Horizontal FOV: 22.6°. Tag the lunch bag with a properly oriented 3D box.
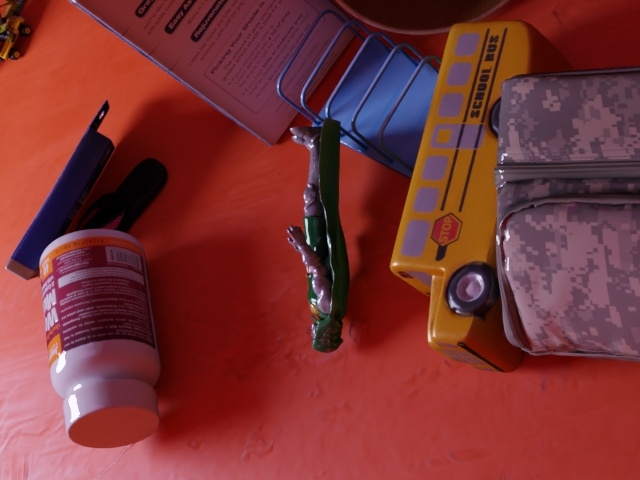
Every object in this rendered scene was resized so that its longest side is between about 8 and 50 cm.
[{"bbox_3d":[0.308,-0.015,1.395,0.305,0.212,0.256,2,86,36],"label":"lunch bag"}]

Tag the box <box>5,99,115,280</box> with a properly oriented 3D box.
[{"bbox_3d":[-0.293,-0.057,1.873,0.036,0.136,0.225,29,87,-5],"label":"box"}]

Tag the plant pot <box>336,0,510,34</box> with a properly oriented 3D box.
[{"bbox_3d":[0.105,-0.392,1.707,0.237,0.237,0.254,-27,42,22],"label":"plant pot"}]

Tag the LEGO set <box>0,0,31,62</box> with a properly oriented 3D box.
[{"bbox_3d":[-0.553,-0.339,2.133,0.331,0.192,0.255,25,84,39],"label":"LEGO set"}]

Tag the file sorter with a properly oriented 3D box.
[{"bbox_3d":[0.056,-0.158,1.689,0.170,0.104,0.118,30,87,40],"label":"file sorter"}]

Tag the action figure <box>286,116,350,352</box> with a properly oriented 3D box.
[{"bbox_3d":[0.000,0.000,1.649,0.063,0.137,0.232,-5,83,3],"label":"action figure"}]

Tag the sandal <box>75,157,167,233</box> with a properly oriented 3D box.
[{"bbox_3d":[-0.251,-0.027,1.879,0.179,0.040,0.067,-53,51,3],"label":"sandal"}]

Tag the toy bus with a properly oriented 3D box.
[{"bbox_3d":[0.161,-0.045,1.562,0.130,0.108,0.332,4,71,36],"label":"toy bus"}]

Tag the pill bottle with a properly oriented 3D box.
[{"bbox_3d":[-0.240,0.107,1.757,0.121,0.121,0.221,-26,56,22],"label":"pill bottle"}]

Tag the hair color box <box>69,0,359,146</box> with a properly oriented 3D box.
[{"bbox_3d":[-0.125,-0.257,1.701,0.105,0.347,0.174,37,91,40],"label":"hair color box"}]
